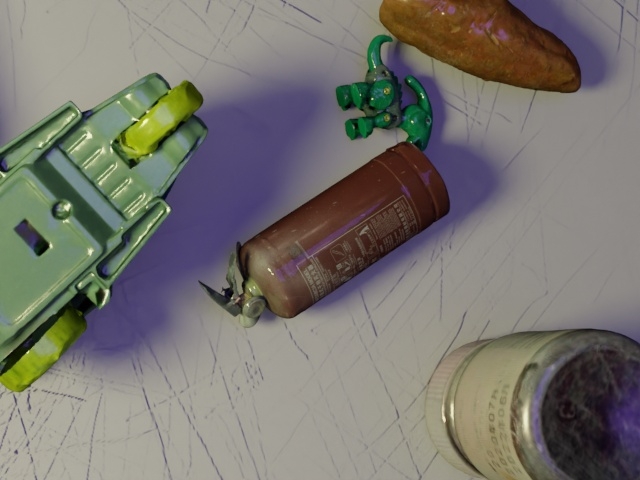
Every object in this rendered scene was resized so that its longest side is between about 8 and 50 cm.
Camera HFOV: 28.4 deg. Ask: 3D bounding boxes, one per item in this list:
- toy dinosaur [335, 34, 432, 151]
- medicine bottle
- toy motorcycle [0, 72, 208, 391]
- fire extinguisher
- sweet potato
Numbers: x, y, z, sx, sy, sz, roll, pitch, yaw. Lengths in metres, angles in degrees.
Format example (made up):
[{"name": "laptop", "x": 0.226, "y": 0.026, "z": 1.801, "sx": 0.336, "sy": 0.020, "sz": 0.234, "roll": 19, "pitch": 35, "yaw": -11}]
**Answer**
[{"name": "toy dinosaur", "x": 0.072, "y": -0.154, "z": 1.358, "sx": 0.096, "sy": 0.059, "sz": 0.132, "roll": -14, "pitch": 98, "yaw": -24}, {"name": "medicine bottle", "x": 0.217, "y": 0.171, "z": 1.252, "sx": 0.165, "sy": 0.273, "sz": 0.165, "roll": 2, "pitch": 84, "yaw": -14}, {"name": "toy motorcycle", "x": -0.238, "y": -0.029, "z": 1.198, "sx": 0.326, "sy": 0.200, "sz": 0.191, "roll": -42, "pitch": 97, "yaw": -3}, {"name": "fire extinguisher", "x": 0.000, "y": 0.000, "z": 1.297, "sx": 0.269, "sy": 0.105, "sz": 0.105, "roll": -33, "pitch": 94, "yaw": -15}, {"name": "sweet potato", "x": 0.179, "y": -0.224, "z": 1.372, "sx": 0.251, "sy": 0.097, "sz": 0.097, "roll": 20, "pitch": 80, "yaw": -17}]
